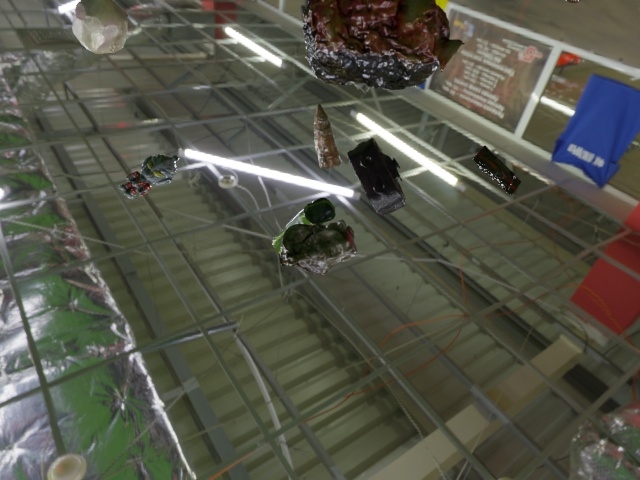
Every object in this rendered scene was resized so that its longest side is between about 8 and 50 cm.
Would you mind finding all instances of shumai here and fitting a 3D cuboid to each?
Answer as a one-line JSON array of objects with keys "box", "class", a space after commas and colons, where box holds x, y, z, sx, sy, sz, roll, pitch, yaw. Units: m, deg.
[{"box": [0.000, -0.002, 1.406, 0.218, 0.185, 0.184, 19, -145, -38], "class": "shumai"}]

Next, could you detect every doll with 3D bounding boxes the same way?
[{"box": [-0.464, -0.180, 1.249, 0.180, 0.079, 0.094, -40, -90, -18], "class": "doll"}]

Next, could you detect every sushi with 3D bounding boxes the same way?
[{"box": [0.132, -0.432, 0.990, 0.343, 0.197, 0.182, 1, -173, -3], "class": "sushi"}]

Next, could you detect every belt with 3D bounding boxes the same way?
[{"box": [0.227, -0.245, 1.729, 0.289, 0.164, 0.184, 63, -164, 1], "class": "belt"}]

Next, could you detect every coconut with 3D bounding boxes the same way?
[{"box": [-0.467, -0.470, 0.974, 0.110, 0.124, 0.110, 21, -127, -29], "class": "coconut"}]

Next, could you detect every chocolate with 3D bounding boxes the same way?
[{"box": [0.589, -0.233, 1.505, 0.182, 0.028, 0.086, 45, -111, 1], "class": "chocolate"}]

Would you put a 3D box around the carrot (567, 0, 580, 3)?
[{"box": [0.652, -0.654, 1.159, 0.060, 0.060, 0.186, 20, -135, 12], "class": "carrot"}]

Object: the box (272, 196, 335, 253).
[{"box": [-0.071, -0.050, 1.787, 0.134, 0.345, 0.097, -34, -92, -33], "class": "box"}]

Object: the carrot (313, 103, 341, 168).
[{"box": [0.018, -0.430, 1.873, 0.101, 0.263, 0.102, -9, -151, 5], "class": "carrot"}]
